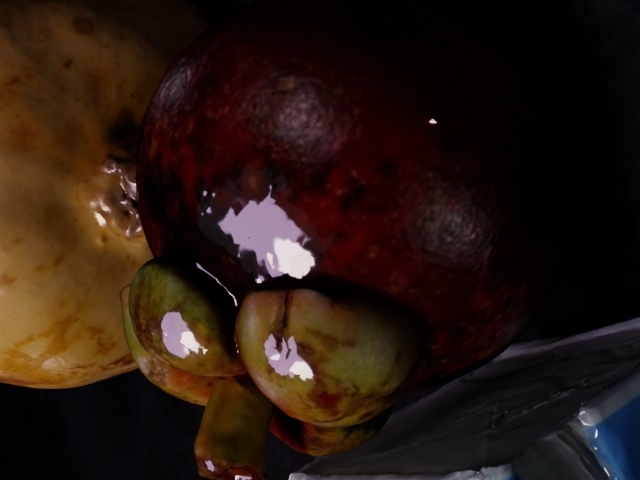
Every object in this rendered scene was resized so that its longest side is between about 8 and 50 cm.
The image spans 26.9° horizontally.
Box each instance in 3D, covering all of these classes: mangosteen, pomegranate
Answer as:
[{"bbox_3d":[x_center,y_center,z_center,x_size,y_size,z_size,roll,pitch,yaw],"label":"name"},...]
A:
[{"bbox_3d":[0.000,0.000,0.513,0.200,0.200,0.200,49,157,30],"label":"mangosteen"},{"bbox_3d":[-0.146,-0.036,0.763,0.248,0.248,0.248,49,157,30],"label":"pomegranate"}]

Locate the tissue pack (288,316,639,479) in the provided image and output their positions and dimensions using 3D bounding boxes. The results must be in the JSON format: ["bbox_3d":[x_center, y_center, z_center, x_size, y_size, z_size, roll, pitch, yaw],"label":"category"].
[{"bbox_3d":[0.126,0.172,0.502,0.263,0.146,0.198,62,158,0],"label":"tissue pack"}]
